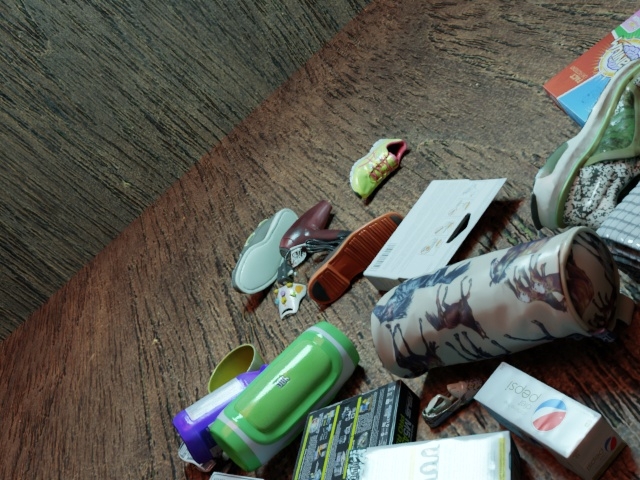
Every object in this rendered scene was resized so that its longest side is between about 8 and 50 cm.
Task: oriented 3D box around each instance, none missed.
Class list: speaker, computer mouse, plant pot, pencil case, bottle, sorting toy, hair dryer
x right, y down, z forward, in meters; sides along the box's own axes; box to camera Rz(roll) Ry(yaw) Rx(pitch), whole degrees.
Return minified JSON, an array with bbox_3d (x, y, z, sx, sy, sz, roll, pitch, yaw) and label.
[{"bbox_3d":[-0.064,0.289,1.534,0.296,0.131,0.131,-43,22,-22],"label":"speaker"},{"bbox_3d":[-0.225,0.445,1.689,0.193,0.042,0.106,7,59,53],"label":"computer mouse"},{"bbox_3d":[-0.158,0.302,1.742,0.134,0.095,0.134,-34,26,19],"label":"plant pot"},{"bbox_3d":[0.266,0.114,1.287,0.410,0.183,0.160,-22,27,44],"label":"pencil case"},{"bbox_3d":[-0.148,0.324,1.625,0.283,0.118,0.092,-32,47,-15],"label":"bottle"},{"bbox_3d":[-0.077,0.148,1.945,0.083,0.045,0.075,-29,47,30],"label":"sorting toy"},{"bbox_3d":[0.000,0.000,2.045,0.223,0.080,0.293,-20,35,13],"label":"hair dryer"}]

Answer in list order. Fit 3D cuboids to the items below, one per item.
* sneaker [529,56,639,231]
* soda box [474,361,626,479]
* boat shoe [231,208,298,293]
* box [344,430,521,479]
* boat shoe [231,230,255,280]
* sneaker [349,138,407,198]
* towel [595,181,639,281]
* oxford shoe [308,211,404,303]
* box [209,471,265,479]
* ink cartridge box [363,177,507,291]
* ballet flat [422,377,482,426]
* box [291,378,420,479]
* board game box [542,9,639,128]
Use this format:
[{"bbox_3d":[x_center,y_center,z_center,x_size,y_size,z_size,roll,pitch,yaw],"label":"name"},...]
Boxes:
[{"bbox_3d":[0.534,-0.148,1.395,0.182,0.158,0.410,29,70,33],"label":"sneaker"},{"bbox_3d":[0.310,0.247,1.131,0.074,0.069,0.216,-48,24,-7],"label":"soda box"},{"bbox_3d":[-0.154,0.037,2.157,0.091,0.109,0.305,-21,27,42],"label":"boat shoe"},{"bbox_3d":[0.154,0.339,1.153,0.244,0.060,0.100,-13,36,22],"label":"box"},{"bbox_3d":[-0.188,0.034,2.250,0.065,0.075,0.206,-13,43,44],"label":"boat shoe"},{"bbox_3d":[0.149,-0.190,2.074,0.094,0.081,0.208,-8,42,50],"label":"sneaker"},{"bbox_3d":[0.553,-0.026,1.134,0.235,0.121,0.283,-44,22,-4],"label":"towel"},{"bbox_3d":[0.074,0.023,1.835,0.271,0.097,0.098,-39,19,11],"label":"oxford shoe"},{"bbox_3d":[-0.183,0.549,1.394,0.169,0.087,0.290,-13,38,49],"label":"box"},{"bbox_3d":[0.243,-0.010,1.662,0.275,0.060,0.239,-52,26,-18],"label":"ink cartridge box"},{"bbox_3d":[0.208,0.254,1.314,0.114,0.041,0.041,-41,24,6],"label":"ballet flat"},{"bbox_3d":[0.049,0.376,1.344,0.216,0.060,0.270,-29,28,32],"label":"box"},{"bbox_3d":[0.620,-0.347,1.607,0.316,0.064,0.242,-38,25,12],"label":"board game box"}]
